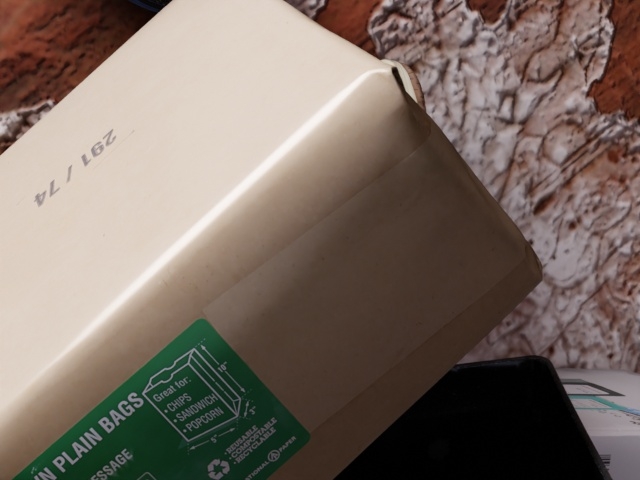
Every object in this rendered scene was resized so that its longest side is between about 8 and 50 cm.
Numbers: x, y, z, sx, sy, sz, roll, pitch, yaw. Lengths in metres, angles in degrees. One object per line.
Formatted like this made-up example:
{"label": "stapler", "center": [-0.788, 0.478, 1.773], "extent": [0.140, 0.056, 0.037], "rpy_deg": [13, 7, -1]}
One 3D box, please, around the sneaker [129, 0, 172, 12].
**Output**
{"label": "sneaker", "center": [-0.114, -0.190, 1.036], "extent": [0.221, 0.087, 0.083], "rpy_deg": [13, 94, -31]}

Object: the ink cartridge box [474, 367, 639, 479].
{"label": "ink cartridge box", "center": [0.163, 0.205, 1.207], "extent": [0.270, 0.197, 0.198], "rpy_deg": [4, 97, -30]}

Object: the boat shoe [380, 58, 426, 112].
{"label": "boat shoe", "center": [0.003, 0.002, 1.139], "extent": [0.095, 0.095, 0.257], "rpy_deg": [7, 96, -25]}

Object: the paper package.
{"label": "paper package", "center": [-0.084, 0.025, 0.940], "extent": [0.325, 0.309, 0.168], "rpy_deg": [-42, 116, -1]}

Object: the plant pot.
{"label": "plant pot", "center": [0.061, 0.188, 0.970], "extent": [0.187, 0.188, 0.167], "rpy_deg": [-6, 113, -4]}
